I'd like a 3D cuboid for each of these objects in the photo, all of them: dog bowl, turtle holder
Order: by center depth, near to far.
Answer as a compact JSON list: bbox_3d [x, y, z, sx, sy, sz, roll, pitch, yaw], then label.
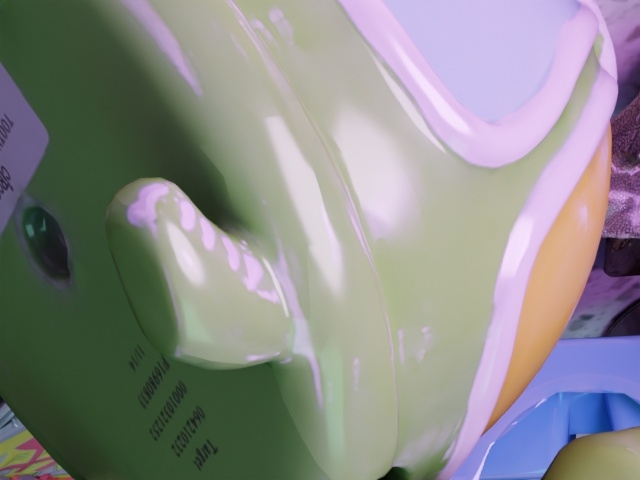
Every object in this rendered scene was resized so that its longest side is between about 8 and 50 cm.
[{"bbox_3d":[-0.003,-0.018,0.614,0.227,0.320,0.243,-29,138,-33],"label":"turtle holder"},{"bbox_3d":[0.141,0.087,1.001,0.297,0.074,0.166,-4,175,10],"label":"dog bowl"}]

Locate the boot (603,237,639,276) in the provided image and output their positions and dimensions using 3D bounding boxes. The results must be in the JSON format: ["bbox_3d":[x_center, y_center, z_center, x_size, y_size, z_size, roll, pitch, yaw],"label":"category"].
[{"bbox_3d":[0.212,-0.012,1.007,0.114,0.037,0.106,4,142,-25],"label":"boot"}]

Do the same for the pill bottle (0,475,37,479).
[{"bbox_3d":[-0.201,0.173,1.000,0.130,0.130,0.246,4,144,-32],"label":"pill bottle"}]

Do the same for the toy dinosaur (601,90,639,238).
[{"bbox_3d":[0.229,-0.020,0.903,0.313,0.160,0.121,-3,147,-36],"label":"toy dinosaur"}]

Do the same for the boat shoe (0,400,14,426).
[{"bbox_3d":[-0.136,0.016,0.796,0.306,0.105,0.113,-1,147,-26],"label":"boat shoe"}]

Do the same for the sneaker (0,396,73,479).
[{"bbox_3d":[-0.134,0.083,0.884,0.208,0.081,0.094,-18,133,-21],"label":"sneaker"}]

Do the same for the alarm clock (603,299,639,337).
[{"bbox_3d":[0.214,0.073,1.124,0.192,0.064,0.129,-13,150,-2],"label":"alarm clock"}]
